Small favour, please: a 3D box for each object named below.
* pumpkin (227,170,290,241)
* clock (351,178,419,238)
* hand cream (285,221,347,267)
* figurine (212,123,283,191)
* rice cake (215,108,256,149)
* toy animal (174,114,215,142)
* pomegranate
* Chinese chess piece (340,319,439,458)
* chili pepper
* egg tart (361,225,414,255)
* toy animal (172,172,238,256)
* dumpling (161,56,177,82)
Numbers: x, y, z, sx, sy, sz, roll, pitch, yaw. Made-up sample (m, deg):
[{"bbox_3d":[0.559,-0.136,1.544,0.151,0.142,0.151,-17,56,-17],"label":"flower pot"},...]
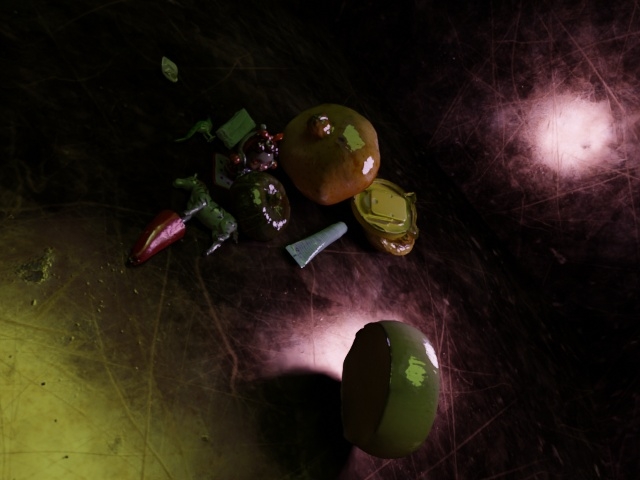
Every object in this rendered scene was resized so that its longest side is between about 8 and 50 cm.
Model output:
[{"bbox_3d":[-0.175,-0.114,1.234,0.219,0.163,0.218,29,53,-48],"label":"pumpkin"},{"bbox_3d":[0.258,-0.125,1.651,0.294,0.071,0.276,20,54,-10],"label":"clock"},{"bbox_3d":[0.000,0.000,1.439,0.085,0.058,0.331,55,35,2],"label":"hand cream"},{"bbox_3d":[-0.209,-0.270,1.307,0.184,0.226,0.160,21,43,-36],"label":"figurine"},{"bbox_3d":[-0.304,-0.408,1.477,0.085,0.040,0.226,56,30,-24],"label":"rice cake"},{"bbox_3d":[-0.394,-0.348,1.339,0.075,0.041,0.216,43,40,-16],"label":"toy animal"},{"bbox_3d":[0.030,-0.331,1.486,0.410,0.410,0.409,29,40,-28],"label":"pomegranate"},{"bbox_3d":[0.167,0.373,1.048,0.141,0.338,0.337,15,45,-14],"label":"Chinese chess piece"},{"bbox_3d":[-0.407,0.002,0.993,0.088,0.065,0.168,64,35,-27],"label":"chili pepper"},{"bbox_3d":[0.264,-0.048,1.726,0.291,0.115,0.290,22,44,-22],"label":"egg tart"},{"bbox_3d":[-0.331,-0.078,1.122,0.255,0.090,0.170,56,32,3],"label":"toy animal"},{"bbox_3d":[-0.519,-0.586,1.399,0.052,0.076,0.057,0,52,-21],"label":"dumpling"}]
